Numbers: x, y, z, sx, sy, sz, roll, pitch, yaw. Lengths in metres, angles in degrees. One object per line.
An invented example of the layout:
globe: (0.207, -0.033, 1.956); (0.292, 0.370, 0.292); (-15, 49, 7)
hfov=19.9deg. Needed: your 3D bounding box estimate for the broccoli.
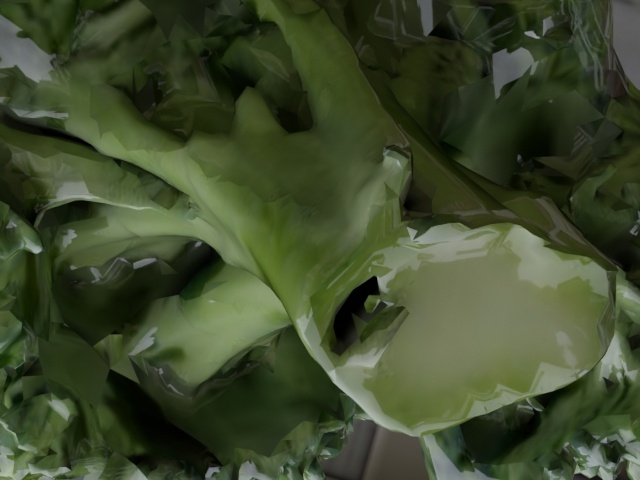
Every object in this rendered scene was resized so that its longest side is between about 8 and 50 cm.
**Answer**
broccoli: (-0.012, 0.008, 0.628); (0.375, 0.249, 0.302); (26, -148, -22)
